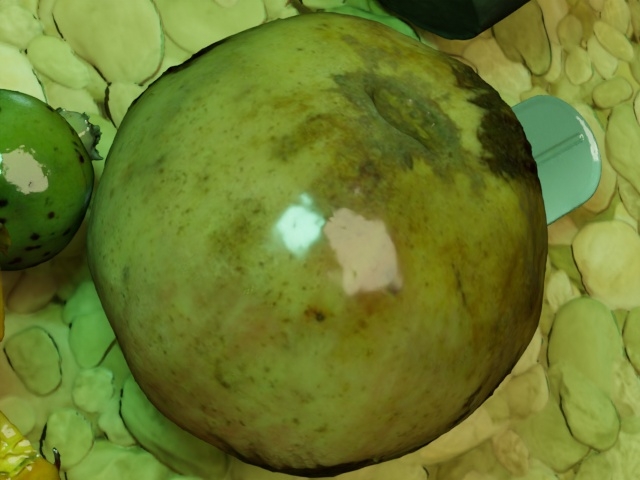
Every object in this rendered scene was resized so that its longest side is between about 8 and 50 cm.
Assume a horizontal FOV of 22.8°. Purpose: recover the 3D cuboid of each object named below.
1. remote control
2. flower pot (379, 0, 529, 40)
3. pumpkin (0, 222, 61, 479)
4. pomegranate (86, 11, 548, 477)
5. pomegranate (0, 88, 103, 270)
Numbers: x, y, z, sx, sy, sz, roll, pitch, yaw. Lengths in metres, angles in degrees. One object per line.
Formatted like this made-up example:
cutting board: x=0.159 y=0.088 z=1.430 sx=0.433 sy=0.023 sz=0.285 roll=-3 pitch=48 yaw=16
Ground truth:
remote control: x=0.139 y=-0.043 z=1.300 sx=0.247 sy=0.052 sz=0.104 roll=-27 pitch=91 yaw=-37
flower pot: x=0.104 y=-0.270 z=1.253 sx=0.269 sy=0.269 sz=0.166 roll=43 pitch=77 yaw=-17
pumpkin: x=-0.236 y=0.079 z=0.913 sx=0.280 sy=0.190 sz=0.139 roll=50 pitch=53 yaw=-13
pomegranate: x=0.000 y=0.000 z=1.048 sx=0.322 sy=0.322 sz=0.322 roll=11 pitch=70 yaw=-32
pomegranate: x=-0.202 y=-0.038 z=1.018 sx=0.130 sy=0.130 sz=0.130 roll=11 pitch=70 yaw=-32
